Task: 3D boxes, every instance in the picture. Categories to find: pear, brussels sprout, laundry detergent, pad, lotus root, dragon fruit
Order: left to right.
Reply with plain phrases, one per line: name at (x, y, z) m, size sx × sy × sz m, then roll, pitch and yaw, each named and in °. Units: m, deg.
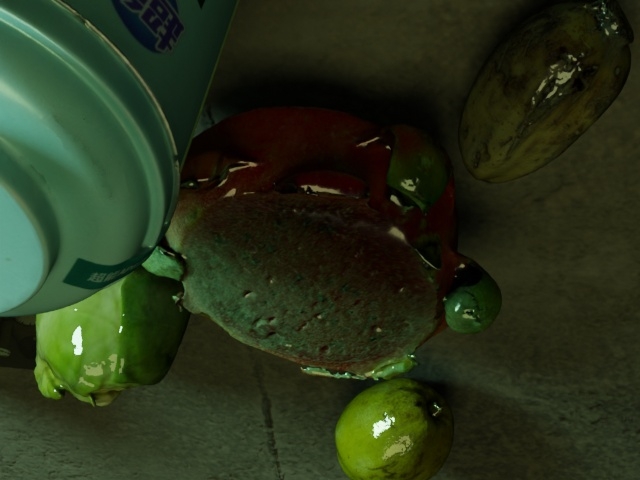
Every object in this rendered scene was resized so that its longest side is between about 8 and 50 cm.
laundry detergent at (-0.206, -0.125, 0.735) m, size 0.287 × 0.305 × 0.287 m, roll 8°, pitch 141°, yaw 6°
pad at (-0.259, 0.089, 1.168) m, size 0.190 × 0.004 × 0.127 m, roll 4°, pitch 132°, yaw 7°
brussels sprout at (-0.184, 0.071, 1.047) m, size 0.131 × 0.145 × 0.183 m, roll 5°, pitch 176°, yaw -22°
dragon fruit at (0.000, 0.000, 0.947) m, size 0.295 × 0.130 × 0.268 m, roll 16°, pitch 133°, yaw -3°
pear at (0.071, 0.183, 1.115) m, size 0.107 × 0.107 × 0.131 m, roll 37°, pitch 137°, yaw -20°
lotus root at (0.157, -0.108, 0.852) m, size 0.089 × 0.080 × 0.179 m, roll 10°, pitch 142°, yaw -27°
